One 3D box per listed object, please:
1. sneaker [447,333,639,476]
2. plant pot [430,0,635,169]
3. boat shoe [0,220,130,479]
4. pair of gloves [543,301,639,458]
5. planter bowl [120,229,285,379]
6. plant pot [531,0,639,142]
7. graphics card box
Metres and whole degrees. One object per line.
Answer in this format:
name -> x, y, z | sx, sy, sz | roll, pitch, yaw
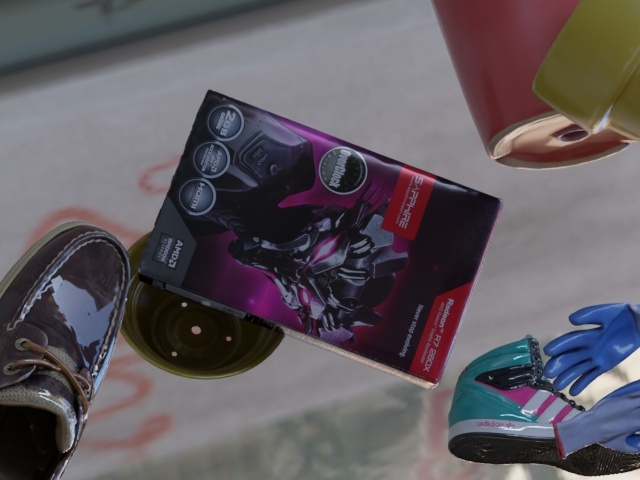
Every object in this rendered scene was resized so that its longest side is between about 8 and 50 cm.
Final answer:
sneaker -> 0.313, 0.220, 2.503 | 0.124, 0.295, 0.178 | 115, -21, -53
plant pot -> 0.268, -0.227, 2.111 | 0.275, 0.275, 0.243 | 101, -19, -71
boat shoe -> -0.231, 0.136, 1.474 | 0.123, 0.342, 0.123 | 40, -25, -27
pair of gloves -> 0.300, 0.142, 1.843 | 0.023, 0.159, 0.198 | -131, -156, -56
planter bowl -> -0.146, 0.089, 2.190 | 0.090, 0.217, 0.217 | 107, -33, -57
plant pot -> 0.380, -0.185, 1.841 | 0.239, 0.254, 0.254 | 37, -17, 9
graphics card box -> 0.000, 0.000, 2.096 | 0.094, 0.371, 0.233 | 115, -4, -82
